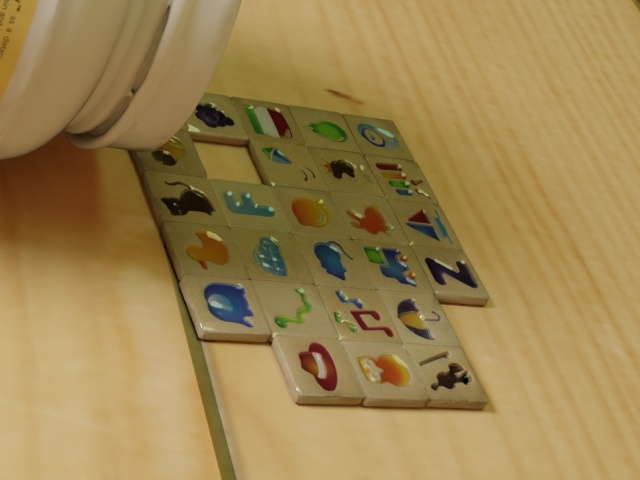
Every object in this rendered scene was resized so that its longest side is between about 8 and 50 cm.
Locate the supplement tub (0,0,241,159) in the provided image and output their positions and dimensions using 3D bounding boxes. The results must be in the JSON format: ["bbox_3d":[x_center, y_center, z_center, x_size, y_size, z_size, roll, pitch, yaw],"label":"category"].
[{"bbox_3d":[-0.217,-0.168,0.705,0.331,0.241,0.241,9,40,-28],"label":"supplement tub"}]

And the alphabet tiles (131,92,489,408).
[{"bbox_3d":[0.000,0.000,0.857,0.198,0.009,0.237,6,42,-32],"label":"alphabet tiles"}]
